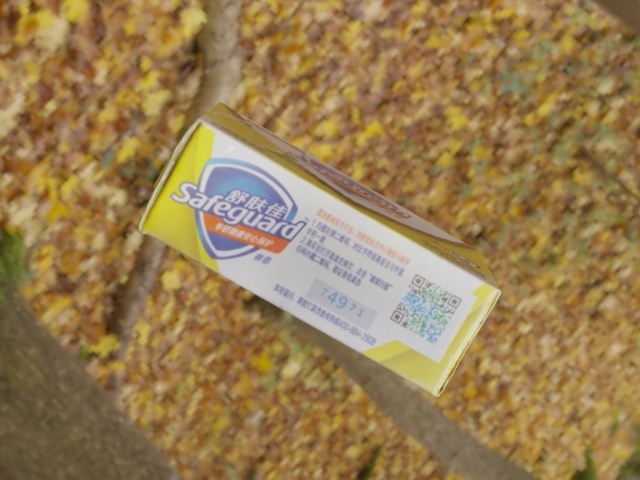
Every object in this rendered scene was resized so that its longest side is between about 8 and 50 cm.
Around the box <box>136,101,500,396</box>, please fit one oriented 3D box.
[{"bbox_3d":[0.000,0.000,0.999,0.097,0.265,0.168,-59,-177,10],"label":"box"}]
